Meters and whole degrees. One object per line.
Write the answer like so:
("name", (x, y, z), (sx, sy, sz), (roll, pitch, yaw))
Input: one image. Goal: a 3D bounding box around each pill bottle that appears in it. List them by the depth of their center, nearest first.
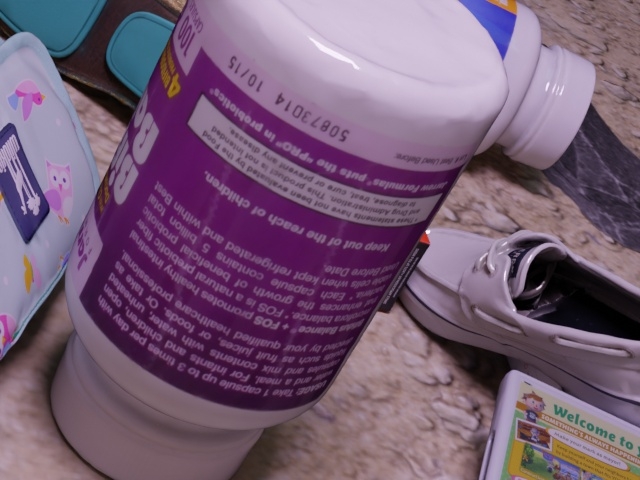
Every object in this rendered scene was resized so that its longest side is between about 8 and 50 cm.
("pill bottle", (-0.039, -0.006, 0.772), (0.169, 0.301, 0.169), (22, 30, -14))
("pill bottle", (0.105, -0.168, 1.289), (0.272, 0.152, 0.152), (22, 31, -10))

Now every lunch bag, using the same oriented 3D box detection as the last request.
("lunch bag", (-0.254, -0.049, 0.807), (0.262, 0.160, 0.223), (37, 26, -10))

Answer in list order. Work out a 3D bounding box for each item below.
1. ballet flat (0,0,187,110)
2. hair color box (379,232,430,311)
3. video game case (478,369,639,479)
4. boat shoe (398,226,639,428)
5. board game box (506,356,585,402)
("ballet flat", (-0.153, -0.168, 1.129), (0.348, 0.123, 0.123), (37, 31, 15))
("hair color box", (0.000, 0.000, 1.027), (0.141, 0.072, 0.043), (14, 33, -23))
("video game case", (0.192, 0.200, 0.882), (0.212, 0.023, 0.193), (25, 48, -6))
("boat shoe", (0.149, 0.038, 1.004), (0.096, 0.088, 0.267), (-33, 42, -23))
("board game box", (0.293, 0.145, 1.073), (0.305, 0.053, 0.193), (17, 33, -19))
